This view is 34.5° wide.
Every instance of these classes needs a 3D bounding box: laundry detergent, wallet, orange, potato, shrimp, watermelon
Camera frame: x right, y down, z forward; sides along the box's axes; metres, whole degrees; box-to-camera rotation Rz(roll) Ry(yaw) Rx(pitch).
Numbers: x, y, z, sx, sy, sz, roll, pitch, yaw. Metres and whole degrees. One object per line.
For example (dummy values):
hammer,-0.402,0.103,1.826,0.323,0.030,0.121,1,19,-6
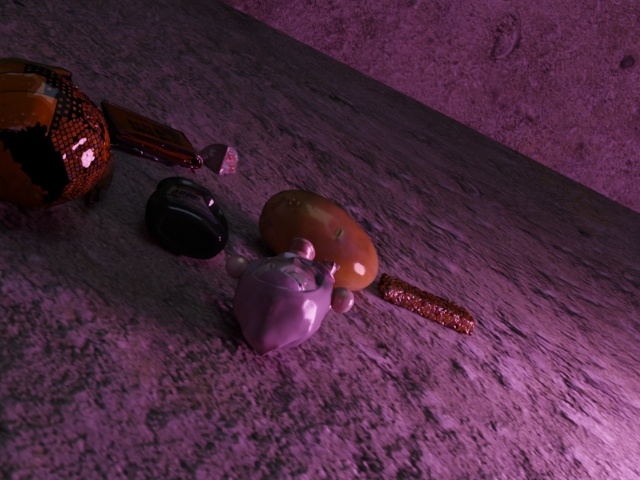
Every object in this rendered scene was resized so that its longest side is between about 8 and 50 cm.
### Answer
laundry detergent,-0.218,-0.048,1.720,0.144,0.078,0.222,26,17,-12
wallet,-0.331,-0.205,2.003,0.195,0.042,0.161,17,22,-30
orange,-0.419,-0.151,1.480,0.234,0.234,0.182,33,62,11
potato,0.000,0.000,1.821,0.233,0.146,0.150,30,49,2
shrimp,-0.409,-0.133,1.692,0.145,0.059,0.254,21,20,-13
watermelon,-0.208,-0.157,2.069,0.085,0.085,0.061,21,50,-22

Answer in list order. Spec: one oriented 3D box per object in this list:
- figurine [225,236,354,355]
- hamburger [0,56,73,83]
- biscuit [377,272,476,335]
figurine,-0.049,0.081,1.547,0.200,0.133,0.276,18,13,8
hamburger,-0.472,-0.229,1.701,0.184,0.131,0.159,9,13,9
biscuit,0.197,0.119,1.923,0.199,0.034,0.064,24,19,-13
